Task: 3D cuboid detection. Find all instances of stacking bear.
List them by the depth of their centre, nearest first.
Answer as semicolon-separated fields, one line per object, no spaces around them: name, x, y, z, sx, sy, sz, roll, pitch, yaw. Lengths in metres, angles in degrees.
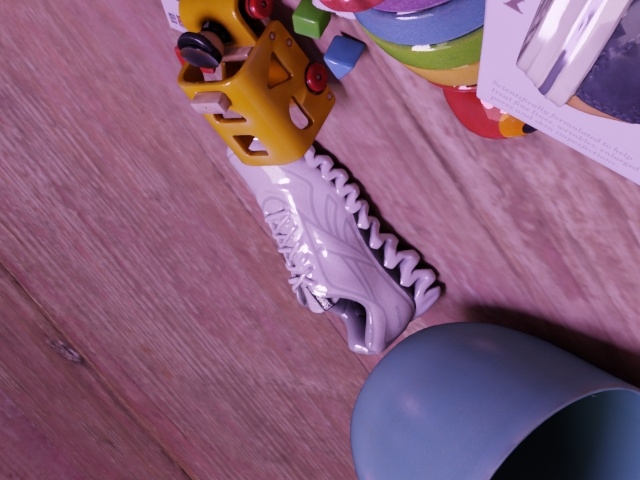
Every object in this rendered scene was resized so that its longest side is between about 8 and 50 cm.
stacking bear;0.109;-0.178;1.259;0.289;0.175;0.164;50;-168;-50

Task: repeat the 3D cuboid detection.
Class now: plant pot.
plant pot;0.170;0.220;1.768;0.235;0.293;0.293;36;162;41

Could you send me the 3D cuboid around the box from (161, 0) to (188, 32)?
box;-0.119;-0.234;1.641;0.081;0.028;0.136;25;152;26

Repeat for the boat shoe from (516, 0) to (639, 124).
boat shoe;0.260;-0.232;0.798;0.156;0.187;0.500;28;133;0

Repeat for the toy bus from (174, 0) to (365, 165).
toy bus;-0.079;-0.157;1.581;0.202;0.104;0.191;26;152;3

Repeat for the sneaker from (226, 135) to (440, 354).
sneaker;0.000;0.000;1.798;0.292;0.118;0.110;46;158;-16

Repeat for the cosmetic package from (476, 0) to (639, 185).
cosmetic package;0.212;-0.161;1.093;0.151;0.183;0.151;31;156;17

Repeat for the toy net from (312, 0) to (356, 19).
toy net;-0.041;-0.275;1.434;0.232;0.045;0.122;34;155;4
